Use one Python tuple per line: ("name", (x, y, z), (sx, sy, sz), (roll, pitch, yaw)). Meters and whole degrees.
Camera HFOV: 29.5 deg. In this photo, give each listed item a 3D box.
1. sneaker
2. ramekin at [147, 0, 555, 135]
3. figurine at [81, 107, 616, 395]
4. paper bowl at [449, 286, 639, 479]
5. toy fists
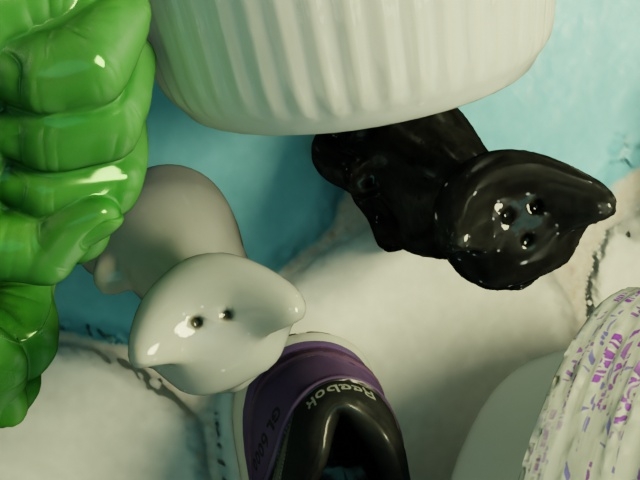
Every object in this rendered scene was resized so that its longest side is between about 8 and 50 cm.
("sneaker", (0.011, 0.199, 0.639), (0.107, 0.124, 0.283), (-13, 103, -11))
("ramekin", (0.009, -0.123, 0.544), (0.207, 0.207, 0.109), (-14, 112, -11))
("figurine", (0.000, 0.000, 0.556), (0.215, 0.209, 0.092), (-20, 104, -10))
("paper bowl", (0.160, 0.164, 0.618), (0.284, 0.148, 0.284), (-9, 101, -57))
("toy fists", (-0.161, 0.000, 0.512), (0.142, 0.096, 0.279), (12, 123, -32))
